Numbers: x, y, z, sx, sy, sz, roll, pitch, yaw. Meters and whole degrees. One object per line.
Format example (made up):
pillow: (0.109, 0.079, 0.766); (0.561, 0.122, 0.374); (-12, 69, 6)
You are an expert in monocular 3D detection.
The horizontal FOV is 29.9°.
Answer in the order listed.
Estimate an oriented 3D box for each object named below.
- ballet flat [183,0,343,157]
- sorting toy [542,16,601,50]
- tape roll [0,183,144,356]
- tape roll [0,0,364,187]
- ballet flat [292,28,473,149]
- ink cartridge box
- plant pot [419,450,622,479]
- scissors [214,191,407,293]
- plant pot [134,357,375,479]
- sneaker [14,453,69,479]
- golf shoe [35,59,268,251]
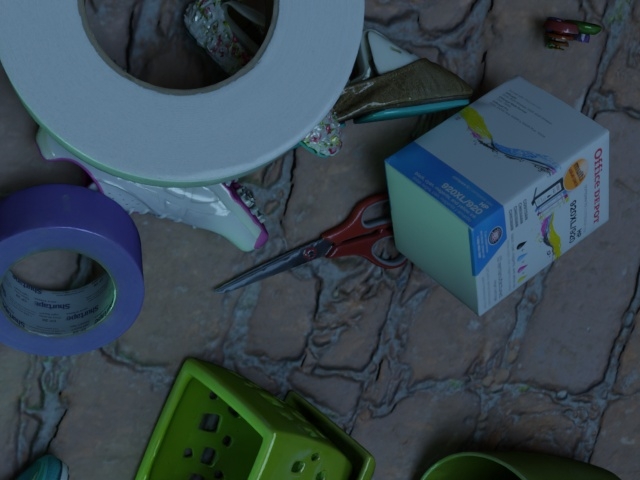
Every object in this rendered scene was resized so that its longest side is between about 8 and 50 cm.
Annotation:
ballet flat: (-0.056, -0.195, 1.341); (0.241, 0.091, 0.077); (43, 121, 5)
sorting toy: (0.328, -0.271, 1.595); (0.102, 0.061, 0.042); (-7, 113, -45)
tape roll: (-0.292, 0.035, 1.330); (0.189, 0.080, 0.189); (-6, 129, -8)
tape roll: (-0.147, -0.249, 1.254); (0.392, 0.072, 0.392); (1, 86, -10)
ballet flat: (0.026, -0.185, 1.456); (0.342, 0.116, 0.124); (-17, 95, -17)
ink cartridge box: (0.227, -0.061, 1.519); (0.232, 0.168, 0.171); (-34, 140, -19)
plant pot: (0.324, 0.423, 1.752); (0.293, 0.275, 0.275); (-3, 110, -44)
scissors: (0.000, 0.000, 1.550); (0.297, 0.021, 0.109); (-8, 114, -24)
plant pot: (-0.077, 0.303, 1.503); (0.207, 0.227, 0.228); (16, 99, -38)
sneaker: (-0.417, 0.344, 1.410); (0.275, 0.107, 0.110); (-38, 111, -11)
golf shoe: (-0.192, -0.073, 1.380); (0.140, 0.115, 0.306); (-45, 116, 5)
